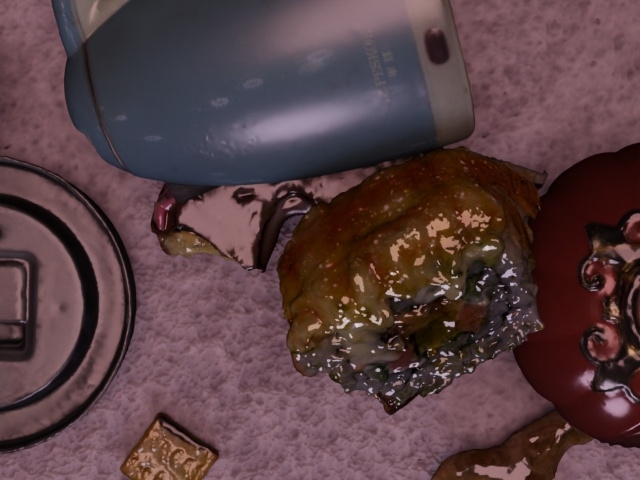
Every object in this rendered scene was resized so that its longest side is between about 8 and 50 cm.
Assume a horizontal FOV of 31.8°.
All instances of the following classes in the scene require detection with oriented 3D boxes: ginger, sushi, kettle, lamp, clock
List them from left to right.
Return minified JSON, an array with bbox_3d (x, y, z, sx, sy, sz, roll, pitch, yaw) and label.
[{"bbox_3d":[-0.354,0.067,1.205,0.319,0.066,0.318,0,92,1],"label":"clock"},{"bbox_3d":[-0.070,-0.195,0.979,0.342,0.247,0.319,-15,115,5],"label":"kettle"},{"bbox_3d":[0.092,0.029,0.993,0.274,0.139,0.184,-30,133,10],"label":"sushi"},{"bbox_3d":[0.182,0.326,1.192,0.166,0.080,0.333,15,94,-11],"label":"ginger"},{"bbox_3d":[0.327,0.054,1.097,0.303,0.257,0.303,0,92,3],"label":"lamp"}]

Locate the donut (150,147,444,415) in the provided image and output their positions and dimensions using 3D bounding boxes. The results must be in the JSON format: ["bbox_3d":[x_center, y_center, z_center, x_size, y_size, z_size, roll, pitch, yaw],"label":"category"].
[{"bbox_3d":[0.017,-0.016,1.165,0.345,0.136,0.259,35,89,0],"label":"donut"}]

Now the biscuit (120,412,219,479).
[{"bbox_3d":[-0.165,0.241,1.227,0.083,0.018,0.081,34,92,1],"label":"biscuit"}]
